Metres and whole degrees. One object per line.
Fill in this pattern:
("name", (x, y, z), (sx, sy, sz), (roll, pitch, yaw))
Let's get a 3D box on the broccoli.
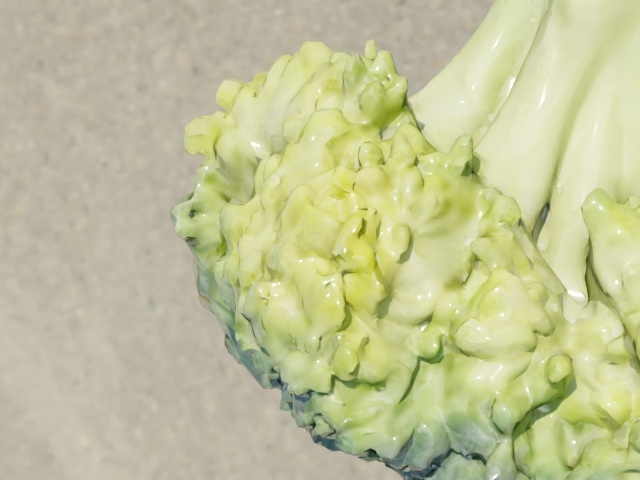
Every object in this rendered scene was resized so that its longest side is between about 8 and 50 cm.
("broccoli", (0.110, -0.012, 0.895), (0.293, 0.348, 0.280), (-56, -14, -78))
